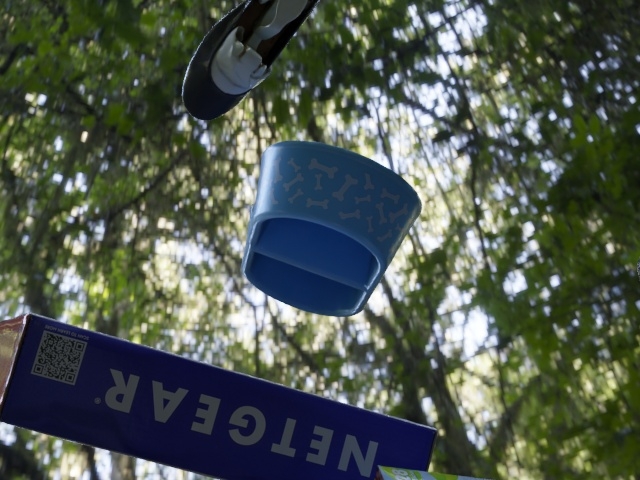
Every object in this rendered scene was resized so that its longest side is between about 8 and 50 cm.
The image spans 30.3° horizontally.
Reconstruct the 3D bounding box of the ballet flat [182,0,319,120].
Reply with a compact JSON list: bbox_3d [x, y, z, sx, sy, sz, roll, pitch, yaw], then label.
[{"bbox_3d":[-0.062,-0.199,1.144,0.074,0.074,0.203,38,-87,-23],"label":"ballet flat"}]

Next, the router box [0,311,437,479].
[{"bbox_3d":[-0.114,0.151,1.012,0.335,0.301,0.082,18,-101,-18],"label":"router box"}]

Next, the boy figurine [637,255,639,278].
[{"bbox_3d":[0.292,-0.048,0.842,0.092,0.177,0.285,9,-18,6],"label":"boy figurine"}]

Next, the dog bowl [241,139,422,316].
[{"bbox_3d":[0.000,0.000,1.208,0.166,0.074,0.297,20,-21,-1],"label":"dog bowl"}]

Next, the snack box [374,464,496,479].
[{"bbox_3d":[0.130,0.232,0.758,0.174,0.207,0.070,10,-74,-13],"label":"snack box"}]
